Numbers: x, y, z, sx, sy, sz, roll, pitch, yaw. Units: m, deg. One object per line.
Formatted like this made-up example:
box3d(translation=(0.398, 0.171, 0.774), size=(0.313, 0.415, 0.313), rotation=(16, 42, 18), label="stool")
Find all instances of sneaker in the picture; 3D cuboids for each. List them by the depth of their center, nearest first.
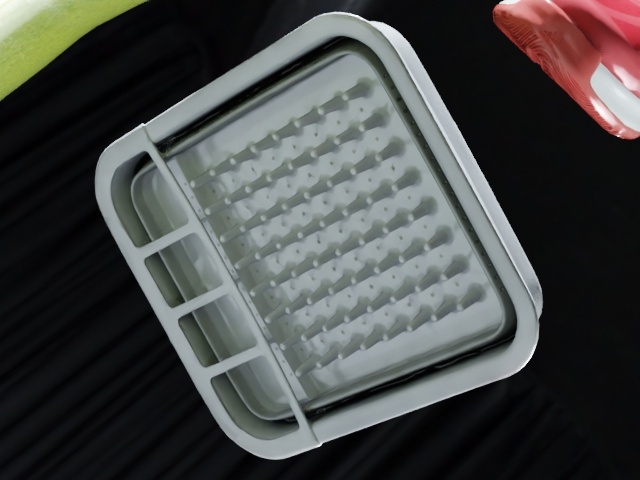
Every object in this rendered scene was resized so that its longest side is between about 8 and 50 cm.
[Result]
box3d(translation=(0.164, -0.114, 0.662), size=(0.087, 0.221, 0.128), rotation=(47, -71, 17), label="sneaker")

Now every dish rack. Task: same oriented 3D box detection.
box3d(translation=(0.000, 0.000, 1.120), size=(0.333, 0.072, 0.285), rotation=(-26, -86, 42), label="dish rack")

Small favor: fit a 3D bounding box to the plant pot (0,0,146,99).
box3d(translation=(-0.260, -0.155, 0.616), size=(0.366, 0.353, 0.366), rotation=(-21, 90, -82), label="plant pot")
